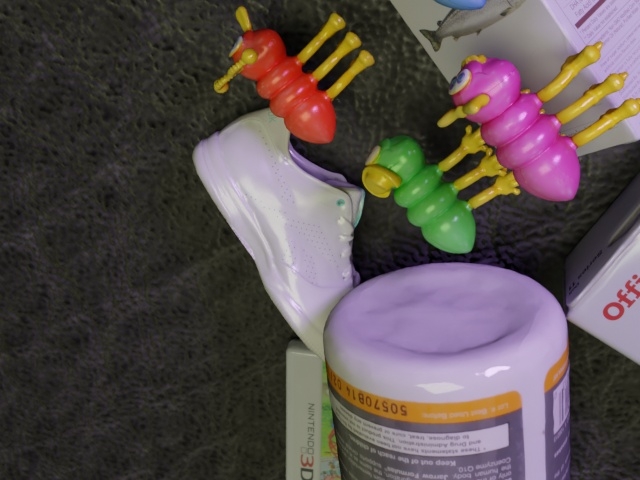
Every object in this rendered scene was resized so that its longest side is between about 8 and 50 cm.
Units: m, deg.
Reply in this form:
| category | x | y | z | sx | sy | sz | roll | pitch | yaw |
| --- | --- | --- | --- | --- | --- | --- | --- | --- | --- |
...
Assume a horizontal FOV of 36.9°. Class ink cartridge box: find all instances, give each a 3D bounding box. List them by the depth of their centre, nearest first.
| category | x | y | z | sx | sy | sz | roll | pitch | yaw |
| --- | --- | --- | --- | --- | --- | --- | --- | --- | --- |
| ink cartridge box | 0.288 | 0.033 | 0.637 | 0.208 | 0.087 | 0.153 | 33 | 117 | -5 |

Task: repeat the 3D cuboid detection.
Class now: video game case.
| category | x | y | z | sx | sy | sz | roll | pitch | yaw |
| --- | --- | --- | --- | --- | --- | --- | --- | --- | --- |
| video game case | 0.075 | 0.179 | 0.787 | 0.212 | 0.023 | 0.193 | 6 | 116 | 10 |

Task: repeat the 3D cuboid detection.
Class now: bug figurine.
| category | x | y | z | sx | sy | sz | roll | pitch | yaw |
| --- | --- | --- | --- | --- | --- | --- | --- | --- | --- |
| bug figurine | 0.047 | -0.091 | 0.548 | 0.216 | 0.072 | 0.279 | 47 | 154 | -4 |

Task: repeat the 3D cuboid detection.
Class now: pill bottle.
| category | x | y | z | sx | sy | sz | roll | pitch | yaw |
| --- | --- | --- | --- | --- | --- | --- | --- | --- | --- |
| pill bottle | 0.094 | 0.169 | 0.673 | 0.162 | 0.162 | 0.278 | -1 | 113 | 13 |

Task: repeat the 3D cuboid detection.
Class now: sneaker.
| category | x | y | z | sx | sy | sz | roll | pitch | yaw |
| --- | --- | --- | --- | --- | --- | --- | --- | --- | --- |
| sneaker | 0.000 | 0.000 | 0.698 | 0.094 | 0.080 | 0.212 | -30 | 104 | 11 |

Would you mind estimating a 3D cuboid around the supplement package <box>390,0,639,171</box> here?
| category | x | y | z | sx | sy | sz | roll | pitch | yaw |
| --- | --- | --- | --- | --- | --- | --- | --- | --- | --- |
| supplement package | 0.125 | -0.145 | 0.560 | 0.179 | 0.105 | 0.105 | 51 | 153 | -12 |
